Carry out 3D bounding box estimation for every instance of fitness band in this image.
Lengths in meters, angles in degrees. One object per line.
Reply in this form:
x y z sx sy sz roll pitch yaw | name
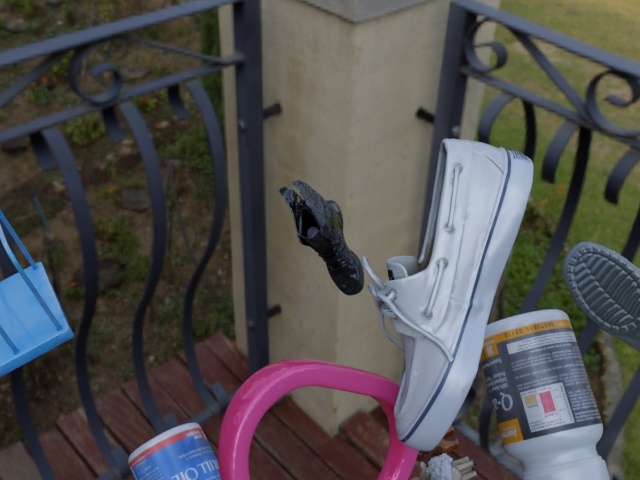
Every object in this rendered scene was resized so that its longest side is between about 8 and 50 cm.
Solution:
0.006 0.251 0.954 0.291 0.208 0.054 19 -6 -37 | fitness band

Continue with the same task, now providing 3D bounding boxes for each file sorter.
-0.320 0.058 0.671 0.170 0.104 0.118 -29 40 -14 | file sorter

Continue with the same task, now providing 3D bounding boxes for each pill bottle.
0.363 0.264 1.304 0.162 0.162 0.278 -8 71 -13 | pill bottle
-0.192 0.401 1.213 0.124 0.124 0.221 -22 70 -28 | pill bottle

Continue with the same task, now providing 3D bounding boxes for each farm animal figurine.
0.261 0.586 1.720 0.172 0.330 0.327 -18 4 -2 | farm animal figurine

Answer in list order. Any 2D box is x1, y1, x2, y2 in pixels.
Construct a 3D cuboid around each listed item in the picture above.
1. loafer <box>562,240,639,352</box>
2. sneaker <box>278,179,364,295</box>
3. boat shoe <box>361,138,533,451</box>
0.439 0.099 1.109 0.251 0.094 0.087 46 19 7 | loafer
0.002 -0.001 1.104 0.051 0.170 0.089 -22 -7 31 | sneaker
0.116 0.055 0.928 0.157 0.366 0.136 17 6 -5 | boat shoe
